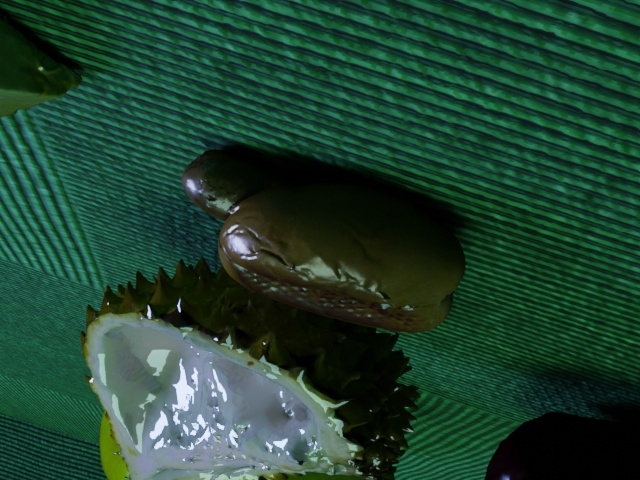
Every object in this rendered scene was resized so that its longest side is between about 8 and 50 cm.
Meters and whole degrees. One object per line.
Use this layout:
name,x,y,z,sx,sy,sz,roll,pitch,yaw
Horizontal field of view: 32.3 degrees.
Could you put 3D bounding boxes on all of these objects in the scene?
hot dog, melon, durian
hot dog,0.000,0.001,0.534,0.140,0.060,0.090,10,159,3
melon,-0.189,-0.074,0.537,0.114,0.053,0.262,5,173,-24
durian,-0.040,0.074,0.677,0.250,0.138,0.183,-15,110,55

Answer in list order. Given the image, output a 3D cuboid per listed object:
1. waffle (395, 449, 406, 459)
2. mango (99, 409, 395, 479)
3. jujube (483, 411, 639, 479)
waffle,-0.057,0.204,1.190,0.297,0.073,0.317,15,163,7
mango,-0.056,0.182,0.966,0.273,0.149,0.185,14,119,-12
jujube,0.264,0.256,0.777,0.377,0.258,0.258,27,162,-12
